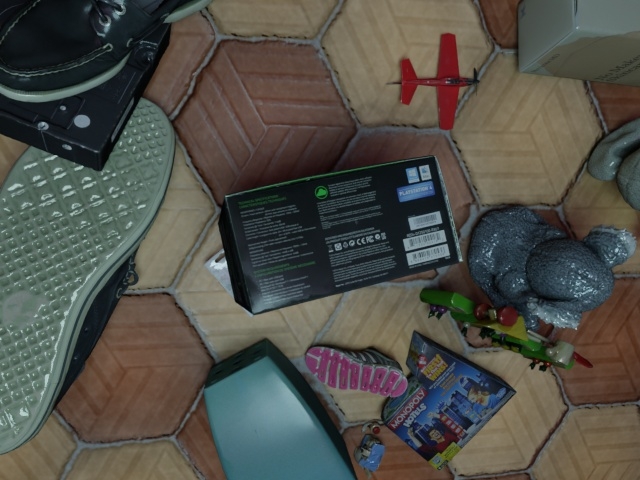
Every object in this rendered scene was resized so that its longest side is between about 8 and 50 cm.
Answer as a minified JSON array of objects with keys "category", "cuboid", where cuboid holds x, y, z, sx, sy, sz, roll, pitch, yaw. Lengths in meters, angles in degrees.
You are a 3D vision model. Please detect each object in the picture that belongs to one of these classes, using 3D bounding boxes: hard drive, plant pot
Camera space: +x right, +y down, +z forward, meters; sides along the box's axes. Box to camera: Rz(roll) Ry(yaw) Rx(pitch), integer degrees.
[{"category":"hard drive","cuboid":[-0.390,-0.252,0.622,0.339,0.064,0.236,21,64,-14]},{"category":"plant pot","cuboid":[-0.075,0.287,0.781,0.166,0.166,0.234,-27,95,-4]}]

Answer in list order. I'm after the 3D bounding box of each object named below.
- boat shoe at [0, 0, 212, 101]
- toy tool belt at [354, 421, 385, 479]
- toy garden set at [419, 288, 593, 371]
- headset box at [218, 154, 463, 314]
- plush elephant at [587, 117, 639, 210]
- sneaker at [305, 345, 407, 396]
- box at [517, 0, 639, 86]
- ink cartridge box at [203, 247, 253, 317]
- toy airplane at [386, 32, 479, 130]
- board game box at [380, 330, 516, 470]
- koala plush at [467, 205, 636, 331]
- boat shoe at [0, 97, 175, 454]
[{"category":"boat shoe","cuboid":[-0.242,-0.292,0.593,0.127,0.113,0.340,47,62,1]},{"category":"toy tool belt","cuboid":[0.091,0.363,0.872,0.052,0.051,0.083,16,97,-12]},{"category":"toy garden set","cuboid":[0.295,0.156,0.788,0.244,0.204,0.049,29,80,-12]},{"category":"headset box","cuboid":[0.000,0.000,0.670,0.247,0.283,0.131,-12,88,-13]},{"category":"plush elephant","cuboid":[0.586,-0.083,0.774,0.256,0.271,0.329,-21,115,14]},{"category":"sneaker","cuboid":[0.061,0.210,0.836,0.171,0.075,0.063,11,99,12]},{"category":"box","cuboid":[0.472,-0.319,0.755,0.312,0.148,0.121,3,84,-9]},{"category":"ink cartridge box","cuboid":[-0.122,0.058,0.793,0.063,0.029,0.115,-40,103,0]},{"category":"toy airplane","cuboid":[0.179,-0.250,0.788,0.151,0.028,0.151,-2,102,-9]},{"category":"board game box","cuboid":[0.199,0.260,0.868,0.194,0.060,0.194,44,91,-13]},{"category":"koala plush","cuboid":[0.351,0.047,0.771,0.203,0.221,0.196,42,92,-14]},{"category":"boat shoe","cuboid":[-0.349,0.029,0.691,0.187,0.156,0.499,22,81,-10]}]
